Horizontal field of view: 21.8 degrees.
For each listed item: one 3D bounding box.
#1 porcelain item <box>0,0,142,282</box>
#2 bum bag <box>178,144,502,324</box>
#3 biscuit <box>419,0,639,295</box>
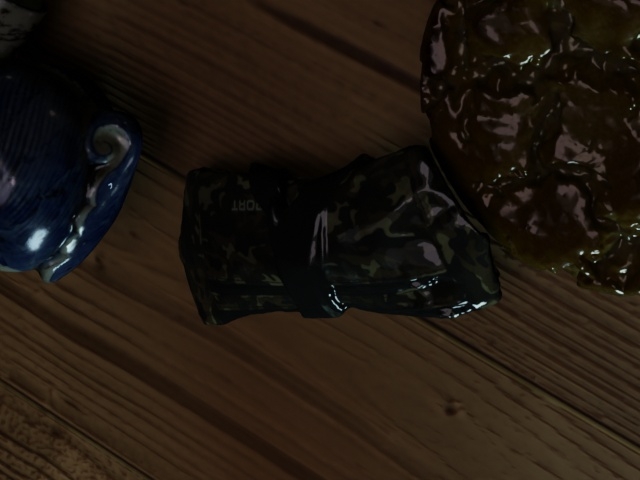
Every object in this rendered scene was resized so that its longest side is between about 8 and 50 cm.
[{"bbox_3d":[-0.232,-0.113,1.064,0.288,0.138,0.186,41,111,14],"label":"porcelain item"},{"bbox_3d":[-0.001,-0.001,0.999,0.248,0.069,0.102,-6,125,38],"label":"bum bag"},{"bbox_3d":[0.149,-0.071,0.887,0.226,0.042,0.226,14,119,27],"label":"biscuit"}]
